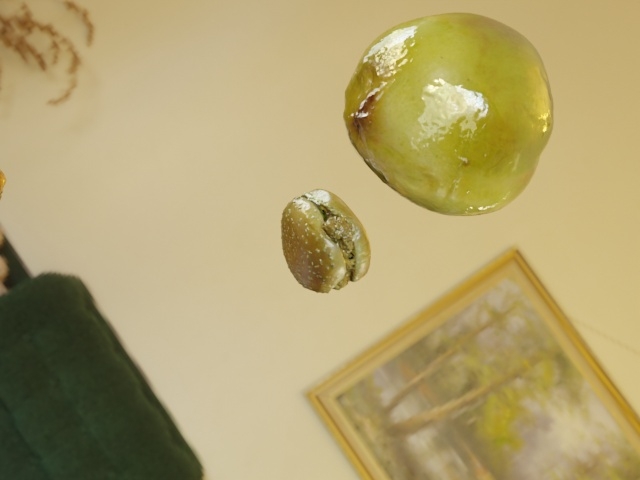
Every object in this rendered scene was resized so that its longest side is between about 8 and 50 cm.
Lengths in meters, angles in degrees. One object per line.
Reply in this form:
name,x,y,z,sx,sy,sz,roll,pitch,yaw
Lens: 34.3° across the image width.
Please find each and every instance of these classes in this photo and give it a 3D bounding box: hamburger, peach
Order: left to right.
hamburger,0.000,0.000,1.975,0.189,0.122,0.215,55,-24,19
peach,0.195,-0.198,1.553,0.314,0.316,0.281,-99,-153,-52

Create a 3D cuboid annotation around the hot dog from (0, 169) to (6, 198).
hot dog,-0.484,-0.113,1.337,0.188,0.072,0.055,49,-12,-28
